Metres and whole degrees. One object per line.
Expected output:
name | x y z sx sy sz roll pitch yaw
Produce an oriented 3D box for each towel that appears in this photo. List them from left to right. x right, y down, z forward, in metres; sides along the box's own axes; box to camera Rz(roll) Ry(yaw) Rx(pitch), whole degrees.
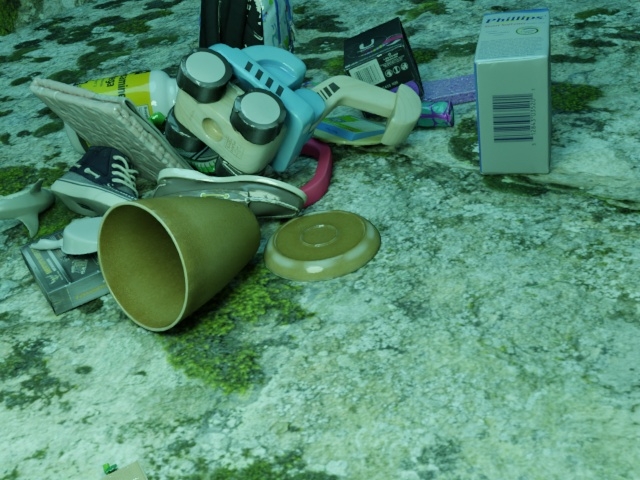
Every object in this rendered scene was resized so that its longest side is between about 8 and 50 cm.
towel | -0.453 -0.237 1.959 0.316 0.332 0.053 18 70 36

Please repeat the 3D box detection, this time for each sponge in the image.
sponge | 0.316 -0.379 2.214 0.210 0.031 0.117 -10 31 3

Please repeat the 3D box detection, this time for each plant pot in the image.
plant pot | -0.237 0.015 1.607 0.237 0.237 0.254 16 25 36
plant pot | 0.000 0.000 1.708 0.236 0.032 0.236 -8 31 5

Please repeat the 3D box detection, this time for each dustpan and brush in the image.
dustpan and brush | -0.488 -0.003 1.740 0.211 0.060 0.147 5 24 12

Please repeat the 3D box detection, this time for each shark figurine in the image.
shark figurine | -0.694 -0.047 1.937 0.278 0.116 0.166 -25 0 -36

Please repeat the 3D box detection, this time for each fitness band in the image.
fitness band | -0.079 -0.151 1.959 0.208 0.054 0.291 -2 34 9

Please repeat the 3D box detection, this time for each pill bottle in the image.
pill bottle | -0.477 -0.336 2.238 0.333 0.188 0.188 -9 32 2

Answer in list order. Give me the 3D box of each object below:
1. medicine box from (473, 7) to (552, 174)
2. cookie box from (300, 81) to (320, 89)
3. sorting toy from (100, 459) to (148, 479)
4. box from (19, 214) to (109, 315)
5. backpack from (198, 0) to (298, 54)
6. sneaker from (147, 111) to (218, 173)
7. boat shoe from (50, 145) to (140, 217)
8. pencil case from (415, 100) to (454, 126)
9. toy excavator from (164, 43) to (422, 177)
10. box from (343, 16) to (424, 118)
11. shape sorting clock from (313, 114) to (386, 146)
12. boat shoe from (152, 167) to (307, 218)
medicine box | 0.421 -0.323 1.873 0.149 0.264 0.289 0 33 15
cookie box | -0.027 -0.381 2.312 0.091 0.040 0.107 16 41 35
sorting toy | -0.288 0.345 1.262 0.062 0.012 0.083 -27 38 -16
box | -0.489 0.044 1.760 0.183 0.056 0.231 -26 34 -21
backpack | -0.207 -0.583 2.391 0.290 0.356 0.273 15 39 36
sneaker | -0.287 -0.243 2.032 0.343 0.146 0.134 0 35 34
boat shoe | -0.452 -0.125 1.916 0.340 0.127 0.158 18 65 39
pencil case | 0.244 -0.301 2.081 0.151 0.065 0.070 1 18 19
toy excavator | -0.047 -0.297 1.876 0.433 0.222 0.445 38 55 8
box | 0.158 -0.447 2.221 0.165 0.143 0.270 -21 26 12
shape sorting clock | 0.073 -0.259 2.067 0.206 0.040 0.206 6 21 -2
boat shoe | -0.190 -0.076 1.780 0.324 0.117 0.097 7 64 11
